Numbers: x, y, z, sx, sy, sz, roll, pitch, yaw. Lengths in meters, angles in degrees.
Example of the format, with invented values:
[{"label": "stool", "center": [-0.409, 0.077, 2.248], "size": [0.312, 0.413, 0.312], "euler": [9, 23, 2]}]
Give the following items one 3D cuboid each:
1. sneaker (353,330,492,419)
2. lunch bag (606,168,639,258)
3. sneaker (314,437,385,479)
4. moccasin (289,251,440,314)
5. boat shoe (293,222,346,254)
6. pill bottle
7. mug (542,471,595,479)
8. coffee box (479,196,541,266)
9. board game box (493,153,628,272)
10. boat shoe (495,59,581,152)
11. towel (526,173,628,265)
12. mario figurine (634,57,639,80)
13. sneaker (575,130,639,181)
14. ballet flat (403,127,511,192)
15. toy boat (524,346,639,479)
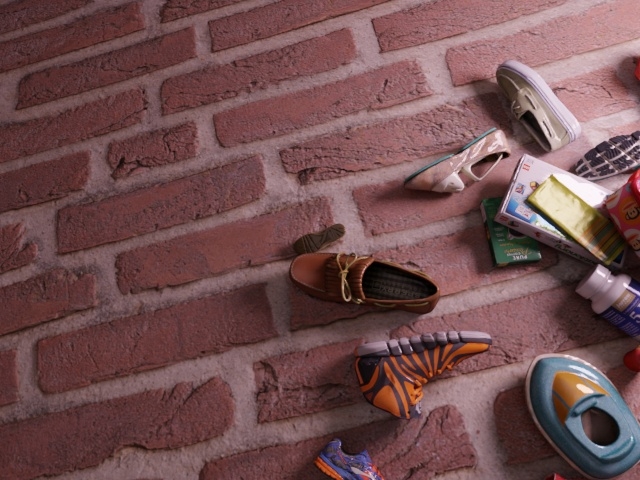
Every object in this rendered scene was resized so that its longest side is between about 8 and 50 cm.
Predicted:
[{"label": "sneaker", "center": [0.245, 0.312, 1.017], "size": [0.321, 0.124, 0.180], "euler": [-13, 72, 15]}, {"label": "lunch bag", "center": [0.829, -0.065, 1.020], "size": [0.293, 0.120, 0.258], "euler": [-10, 64, -19]}, {"label": "sneaker", "center": [0.098, 0.517, 0.975], "size": [0.221, 0.083, 0.087], "euler": [24, 67, 13]}, {"label": "moccasin", "center": [0.103, 0.102, 1.089], "size": [0.380, 0.147, 0.139], "euler": [16, 73, 14]}, {"label": "boat shoe", "center": [0.000, -0.002, 1.205], "size": [0.153, 0.048, 0.056], "euler": [-26, 80, 5]}, {"label": "pill bottle", "center": [0.697, 0.143, 1.003], "size": [0.186, 0.112, 0.112], "euler": [38, 79, 20]}, {"label": "mug", "center": [0.539, 0.547, 0.882], "size": [0.169, 0.113, 0.150], "euler": [31, 76, 23]}, {"label": "coffee box", "center": [0.488, -0.026, 1.134], "size": [0.113, 0.040, 0.184], "euler": [-7, 68, 3]}, {"label": "board game box", "center": [0.616, -0.072, 1.098], "size": [0.305, 0.053, 0.193], "euler": [27, 72, 8]}, {"label": "boat shoe", "center": [0.585, -0.378, 1.218], "size": [0.094, 0.109, 0.302], "euler": [-34, 71, -3]}, {"label": "towel", "center": [0.621, -0.053, 1.051], "size": [0.102, 0.021, 0.237], "euler": [-42, 76, -15]}, {"label": "mario figurine", "center": [0.969, -0.428, 1.127], "size": [0.170, 0.198, 0.321], "euler": [-12, 62, 0]}, {"label": "sneaker", "center": [0.809, -0.213, 1.123], "size": [0.275, 0.110, 0.107], "euler": [-22, 49, 19]}, {"label": "ballet flat", "center": [0.381, -0.194, 1.185], "size": [0.316, 0.107, 0.106], "euler": [-30, 82, -2]}, {"label": "toy boat", "center": [0.605, 0.324, 0.929], "size": [0.318, 0.148, 0.267], "euler": [-36, 68, -5]}]
